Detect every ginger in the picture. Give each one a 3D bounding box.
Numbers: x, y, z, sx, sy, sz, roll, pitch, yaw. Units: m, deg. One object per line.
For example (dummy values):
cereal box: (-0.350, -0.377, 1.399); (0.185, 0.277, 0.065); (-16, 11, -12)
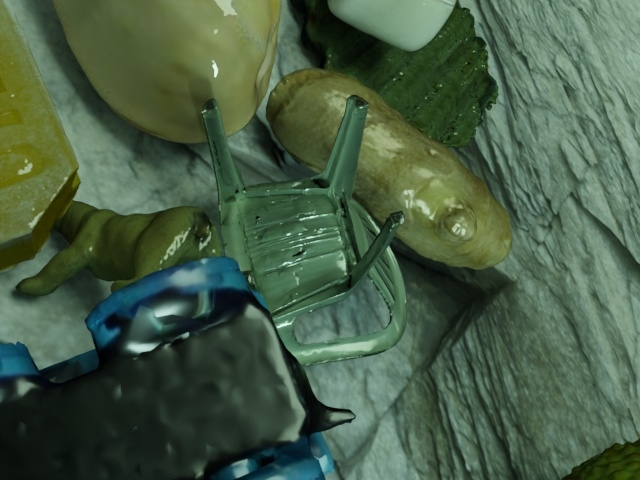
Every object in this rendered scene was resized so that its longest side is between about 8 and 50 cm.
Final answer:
ginger: (0.088, -0.076, 1.193); (0.354, 0.126, 0.190); (34, 14, -14)

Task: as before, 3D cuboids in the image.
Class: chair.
chair: (0.000, 0.000, 1.011); (0.191, 0.274, 0.203); (-11, 66, -6)

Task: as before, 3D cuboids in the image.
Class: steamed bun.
steamed bun: (0.099, -0.353, 1.290); (0.146, 0.164, 0.241); (25, 61, -16)

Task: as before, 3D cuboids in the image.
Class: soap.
soap: (-0.291, -0.089, 0.855); (0.140, 0.073, 0.232); (-21, 74, -16)

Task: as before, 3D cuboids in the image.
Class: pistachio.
pistachio: (-0.154, -0.242, 1.036); (0.309, 0.230, 0.230); (53, 40, 8)

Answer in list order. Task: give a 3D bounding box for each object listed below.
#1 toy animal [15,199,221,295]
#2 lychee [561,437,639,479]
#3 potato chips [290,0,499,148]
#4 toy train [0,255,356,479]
toy animal: (-0.167, 0.010, 0.873); (0.103, 0.219, 0.101); (26, 69, -51)
lychee: (0.342, 0.340, 1.037); (0.270, 0.270, 0.320); (54, 5, 2)
potato chips: (0.111, -0.298, 1.431); (0.358, 0.070, 0.429); (48, 40, -8)
toy train: (-0.137, 0.143, 0.683); (0.300, 0.265, 0.188); (-21, 76, -15)
